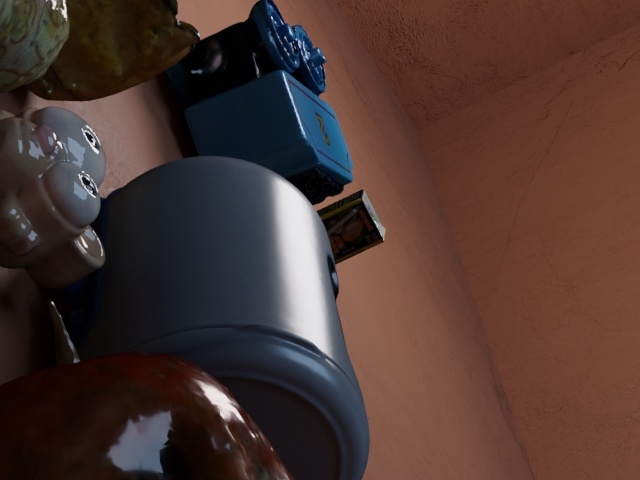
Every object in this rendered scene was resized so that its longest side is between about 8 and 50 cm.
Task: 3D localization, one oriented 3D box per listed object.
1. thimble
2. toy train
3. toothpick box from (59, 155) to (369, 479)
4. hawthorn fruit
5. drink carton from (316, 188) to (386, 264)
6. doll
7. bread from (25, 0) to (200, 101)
[{"bbox_3d":[-0.303,-0.215,1.122,0.190,0.137,0.143,44,5,20],"label":"thimble"},{"bbox_3d":[-0.077,-0.168,1.866,0.300,0.188,0.265,19,51,-75],"label":"toy train"},{"bbox_3d":[-0.105,0.070,1.188,0.263,0.263,0.354,57,14,-32],"label":"toothpick box"},{"bbox_3d":[-0.124,0.195,0.838,0.258,0.258,0.262,58,-4,-26],"label":"hawthorn fruit"},{"bbox_3d":[0.000,0.000,1.873,0.071,0.166,0.056,61,14,-13],"label":"drink carton"},{"bbox_3d":[-0.263,-0.067,1.052,0.278,0.119,0.154,39,24,-53],"label":"doll"},{"bbox_3d":[-0.250,-0.206,1.328,0.252,0.133,0.174,20,-20,33],"label":"bread"}]
